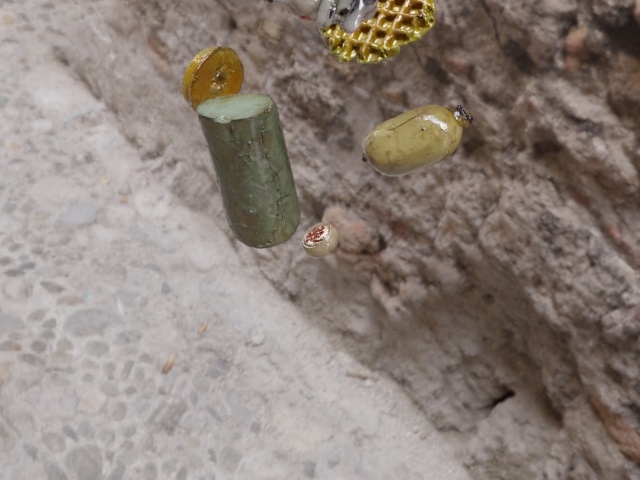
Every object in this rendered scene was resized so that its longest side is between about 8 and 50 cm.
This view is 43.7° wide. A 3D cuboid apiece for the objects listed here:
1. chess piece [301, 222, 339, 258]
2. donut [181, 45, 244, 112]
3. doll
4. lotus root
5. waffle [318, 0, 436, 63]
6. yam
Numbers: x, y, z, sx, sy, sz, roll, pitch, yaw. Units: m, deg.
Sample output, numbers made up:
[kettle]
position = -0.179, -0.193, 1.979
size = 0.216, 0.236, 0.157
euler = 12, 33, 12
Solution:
[chess piece]
position = 0.000, 0.000, 1.710
size = 0.038, 0.083, 0.084
euler = 52, 35, -34
[donut]
position = -0.267, -0.388, 1.930
size = 0.065, 0.162, 0.178
euler = 27, 61, 31
[doll]
position = 0.010, -0.431, 1.422
size = 0.192, 0.095, 0.149
euler = 16, 36, 23
[lotus root]
position = 0.234, -0.245, 1.924
size = 0.146, 0.284, 0.160
euler = 53, 23, -31
[waffle]
position = 0.137, -0.574, 1.992
size = 0.302, 0.068, 0.325
euler = -25, 57, 11
[yam]
position = -0.139, -0.147, 1.610
size = 0.168, 0.304, 0.168
euler = -8, 37, 6
